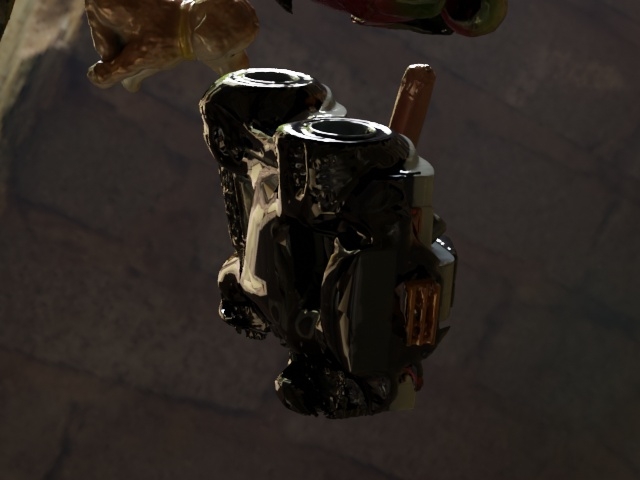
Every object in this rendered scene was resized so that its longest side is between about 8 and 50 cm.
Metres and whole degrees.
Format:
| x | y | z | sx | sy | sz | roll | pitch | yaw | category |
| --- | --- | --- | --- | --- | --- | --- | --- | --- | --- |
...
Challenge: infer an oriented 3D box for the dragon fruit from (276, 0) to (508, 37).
| x | y | z | sx | sy | sz | roll | pitch | yaw | category |
| --- | --- | --- | --- | --- | --- | --- | --- | --- | --- |
| 0.019 | -0.229 | 0.766 | 0.273 | 0.198 | 0.218 | 24 | 31 | 7 | dragon fruit |

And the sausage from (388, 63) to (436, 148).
| x | y | z | sx | sy | sz | roll | pitch | yaw | category |
| --- | --- | --- | --- | --- | --- | --- | --- | --- | --- |
| 0.081 | -0.108 | 1.201 | 0.035 | 0.147 | 0.030 | -13 | 51 | -22 | sausage |

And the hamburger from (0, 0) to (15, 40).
| x | y | z | sx | sy | sz | roll | pitch | yaw | category |
| --- | --- | --- | --- | --- | --- | --- | --- | --- | --- |
| -0.536 | -0.415 | 1.736 | 0.309 | 0.211 | 0.132 | 35 | 36 | -11 | hamburger |

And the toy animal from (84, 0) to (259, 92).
| x | y | z | sx | sy | sz | roll | pitch | yaw | category |
| --- | --- | --- | --- | --- | --- | --- | --- | --- | --- |
| -0.158 | -0.259 | 1.362 | 0.185 | 0.183 | 0.104 | -4 | 7 | 30 | toy animal |

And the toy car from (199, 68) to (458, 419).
| x | y | z | sx | sy | sz | roll | pitch | yaw | category |
| --- | --- | --- | --- | --- | --- | --- | --- | --- | --- |
| 0.002 | 0.000 | 0.851 | 0.118 | 0.193 | 0.301 | -4 | 19 | -22 | toy car |
